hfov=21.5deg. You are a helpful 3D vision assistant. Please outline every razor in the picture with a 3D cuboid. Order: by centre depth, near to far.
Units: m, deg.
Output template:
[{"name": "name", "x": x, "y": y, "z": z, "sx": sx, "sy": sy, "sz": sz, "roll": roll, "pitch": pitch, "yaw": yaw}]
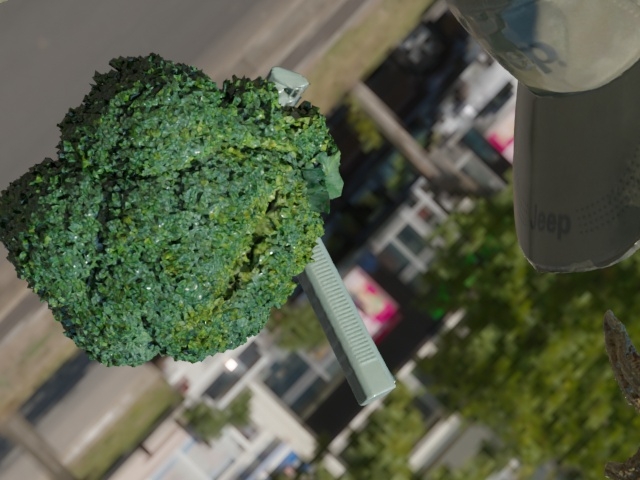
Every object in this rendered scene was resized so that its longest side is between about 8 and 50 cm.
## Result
[{"name": "razor", "x": -0.009, "y": 0.004, "z": 1.385, "sx": 0.056, "sy": 0.278, "sz": 0.111, "roll": -13, "pitch": 163, "yaw": -23}]

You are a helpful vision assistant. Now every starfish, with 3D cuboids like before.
[{"name": "starfish", "x": 0.345, "y": 0.160, "z": 1.568, "sx": 0.062, "sy": 0.235, "sz": 0.277, "roll": -23, "pitch": 176, "yaw": -41}]

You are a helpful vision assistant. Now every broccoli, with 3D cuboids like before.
[{"name": "broccoli", "x": -0.081, "y": -0.020, "z": 0.913, "sx": 0.195, "sy": 0.195, "sz": 0.156, "roll": -47, "pitch": -145, "yaw": 26}]

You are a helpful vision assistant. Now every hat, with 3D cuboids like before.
[{"name": "hat", "x": 0.135, "y": -0.112, "z": 1.089, "sx": 0.214, "sy": 0.149, "sz": 0.244, "roll": -1, "pitch": -107, "yaw": 65}]

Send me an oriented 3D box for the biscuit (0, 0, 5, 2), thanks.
[{"name": "biscuit", "x": -0.261, "y": -0.252, "z": 1.443, "sx": 0.121, "sy": 0.040, "sz": 0.199, "roll": -27, "pitch": 177, "yaw": -43}]
